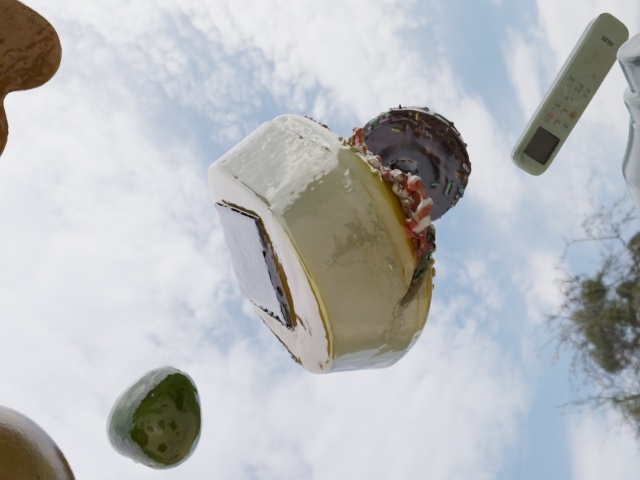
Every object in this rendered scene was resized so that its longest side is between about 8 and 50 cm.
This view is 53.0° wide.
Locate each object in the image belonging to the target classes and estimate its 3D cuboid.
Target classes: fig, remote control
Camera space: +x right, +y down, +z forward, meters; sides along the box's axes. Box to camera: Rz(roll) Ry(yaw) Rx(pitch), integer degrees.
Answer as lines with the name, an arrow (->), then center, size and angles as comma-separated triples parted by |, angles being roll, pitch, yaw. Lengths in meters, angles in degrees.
fig -> -0.308, 0.336, 1.231 | 0.181, 0.181, 0.191 | 32, -118, -43
remote control -> 0.453, -0.265, 1.181 | 0.090, 0.038, 0.309 | 25, -78, -26

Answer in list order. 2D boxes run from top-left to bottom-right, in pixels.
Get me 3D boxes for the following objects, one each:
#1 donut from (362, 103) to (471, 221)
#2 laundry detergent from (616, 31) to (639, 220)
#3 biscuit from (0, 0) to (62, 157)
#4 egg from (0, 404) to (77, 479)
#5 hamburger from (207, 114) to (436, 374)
donut -> 0.171, -0.149, 1.216 | 0.235, 0.235, 0.089 | 62, -148, -23
laundry detergent -> 0.423, -0.045, 0.644 | 0.264, 0.125, 0.398 | -38, -71, -4
biscuit -> -0.404, -0.210, 0.555 | 0.355, 0.052, 0.275 | 34, -100, -50
egg -> -0.470, 0.396, 0.870 | 0.283, 0.283, 0.351 | -8, -100, -50
hamburger -> 0.000, 0.000, 0.629 | 0.151, 0.295, 0.227 | -21, -57, -24
